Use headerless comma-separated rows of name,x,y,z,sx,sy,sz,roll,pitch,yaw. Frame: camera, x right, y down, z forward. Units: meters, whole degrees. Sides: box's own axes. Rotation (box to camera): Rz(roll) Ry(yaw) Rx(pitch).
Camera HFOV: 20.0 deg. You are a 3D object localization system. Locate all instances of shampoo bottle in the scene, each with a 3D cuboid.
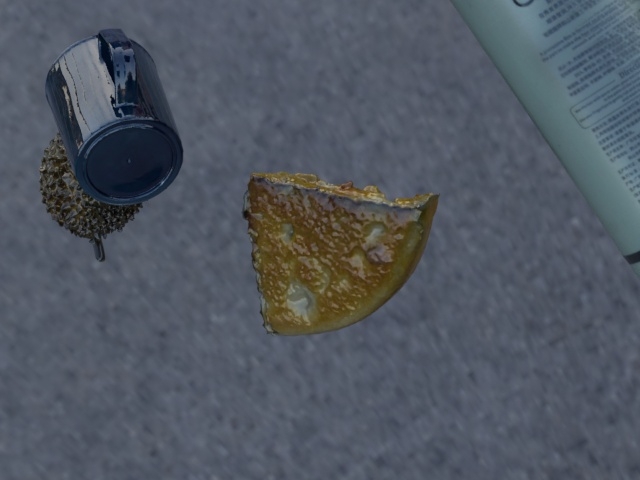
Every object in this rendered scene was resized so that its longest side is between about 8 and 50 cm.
shampoo bottle,0.130,-0.100,0.911,0.085,0.085,0.262,-34,91,0

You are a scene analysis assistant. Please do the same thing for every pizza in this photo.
pizza,0.000,0.000,1.264,0.131,0.178,0.041,36,36,2

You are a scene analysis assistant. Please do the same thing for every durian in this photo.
durian,-0.258,-0.065,2.203,0.091,0.148,0.189,15,104,48

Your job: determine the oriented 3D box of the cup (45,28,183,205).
cup,-0.206,-0.126,1.759,0.113,0.150,0.138,-28,43,3
